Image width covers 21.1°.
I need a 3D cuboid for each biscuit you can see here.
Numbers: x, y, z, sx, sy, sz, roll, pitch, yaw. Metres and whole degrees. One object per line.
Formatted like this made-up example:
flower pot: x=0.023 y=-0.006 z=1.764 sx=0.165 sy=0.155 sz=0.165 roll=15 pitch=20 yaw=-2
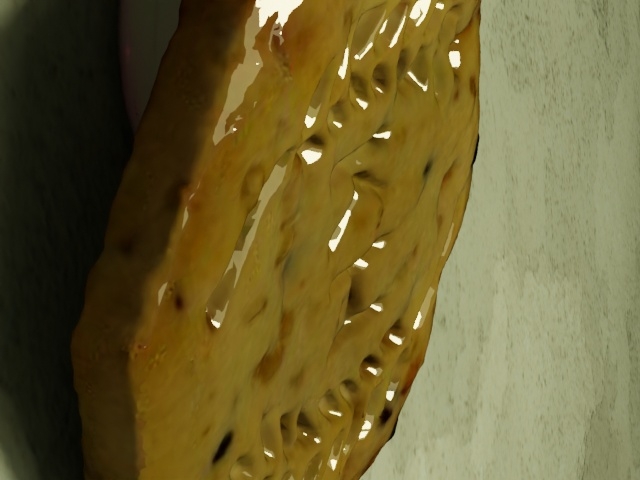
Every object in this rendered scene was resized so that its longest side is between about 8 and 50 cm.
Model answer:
biscuit: x=0.001 y=0.000 z=0.754 sx=0.359 sy=0.046 sz=0.359 roll=16 pitch=90 yaw=-70

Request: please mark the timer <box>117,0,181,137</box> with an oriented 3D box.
timer: x=-0.027 y=-0.110 z=0.809 sx=0.208 sy=0.069 sz=0.190 roll=16 pitch=74 yaw=-71
